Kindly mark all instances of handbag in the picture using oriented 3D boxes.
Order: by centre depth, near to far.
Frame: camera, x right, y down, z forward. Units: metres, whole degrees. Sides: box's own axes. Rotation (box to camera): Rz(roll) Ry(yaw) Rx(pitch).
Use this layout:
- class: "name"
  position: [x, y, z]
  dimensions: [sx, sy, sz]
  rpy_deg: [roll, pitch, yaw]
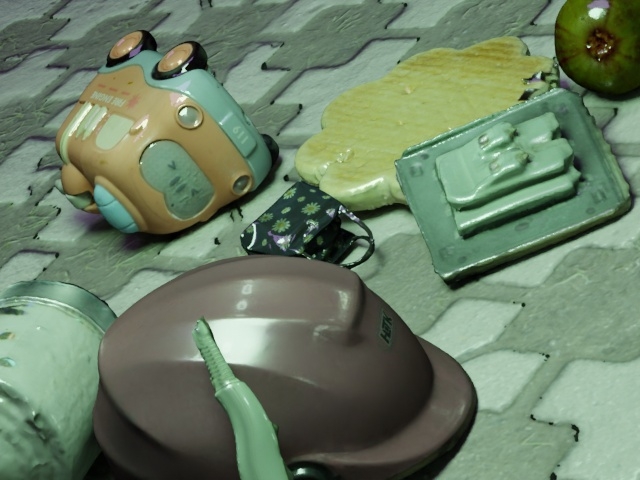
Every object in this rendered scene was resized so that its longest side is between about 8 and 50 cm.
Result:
- class: "handbag"
  position: [0.000, 0.000, 1.905]
  dimensions: [0.139, 0.072, 0.115]
  rpy_deg: [11, 44, 43]

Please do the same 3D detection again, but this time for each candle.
- class: "candle"
  position: [-0.295, 0.177, 1.679]
  dimensions: [0.187, 0.187, 0.330]
  rpy_deg: [-14, 21, 22]

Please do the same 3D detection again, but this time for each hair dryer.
- class: "hair dryer"
  position: [0.013, 0.184, 1.470]
  dimensions: [0.229, 0.267, 0.092]
  rpy_deg: [-2, -13, -1]

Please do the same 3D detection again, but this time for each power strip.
- class: "power strip"
  position: [0.185, -0.071, 1.828]
  dimensions: [0.213, 0.064, 0.198]
  rpy_deg: [-24, 43, 3]

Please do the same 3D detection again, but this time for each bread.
- class: "bread"
  position: [0.120, -0.126, 2.033]
  dimensions: [0.316, 0.054, 0.316]
  rpy_deg: [-19, 31, 12]

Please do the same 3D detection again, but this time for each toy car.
- class: "toy car"
  position: [-0.199, -0.108, 2.152]
  dimensions: [0.212, 0.180, 0.270]
  rpy_deg: [-47, 33, -15]

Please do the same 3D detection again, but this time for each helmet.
- class: "helmet"
  position: [-0.053, 0.117, 1.626]
  dimensions: [0.338, 0.197, 0.271]
  rpy_deg: [-17, 27, 18]

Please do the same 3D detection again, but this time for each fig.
- class: "fig"
  position: [0.332, -0.240, 2.009]
  dimensions: [0.124, 0.124, 0.236]
  rpy_deg: [-9, 18, 28]
